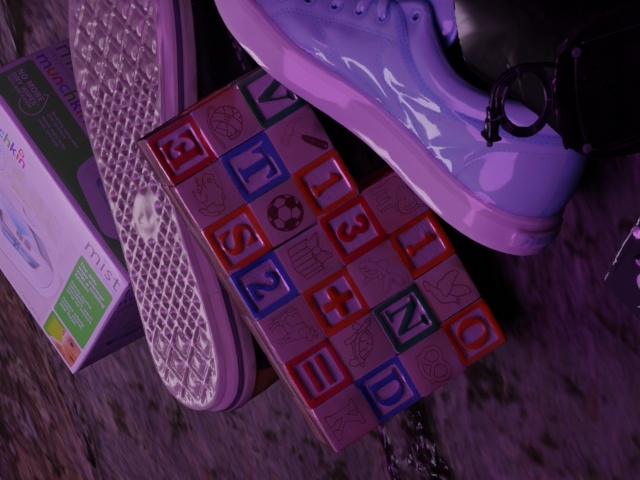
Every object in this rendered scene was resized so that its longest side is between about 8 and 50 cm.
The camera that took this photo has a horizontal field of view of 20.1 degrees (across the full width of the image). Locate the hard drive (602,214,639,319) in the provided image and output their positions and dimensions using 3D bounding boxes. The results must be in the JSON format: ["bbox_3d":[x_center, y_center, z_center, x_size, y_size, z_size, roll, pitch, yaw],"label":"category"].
[{"bbox_3d":[0.338,-0.004,1.172,0.237,0.064,0.339,46,145,20],"label":"hard drive"}]

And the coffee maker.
[{"bbox_3d":[0.154,-0.135,1.169,0.178,0.171,0.120,-134,52,-58],"label":"coffee maker"}]

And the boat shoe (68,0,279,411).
[{"bbox_3d":[-0.103,-0.103,1.604,0.187,0.156,0.500,-5,99,57],"label":"boat shoe"}]

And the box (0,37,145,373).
[{"bbox_3d":[-0.250,-0.035,1.868,0.262,0.126,0.231,54,148,10],"label":"box"}]

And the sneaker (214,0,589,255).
[{"bbox_3d":[0.071,-0.155,1.376,0.366,0.135,0.150,41,123,23],"label":"sneaker"}]

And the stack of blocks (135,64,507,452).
[{"bbox_3d":[0.000,0.000,1.484,0.297,0.171,0.087,58,171,-8],"label":"stack of blocks"}]
